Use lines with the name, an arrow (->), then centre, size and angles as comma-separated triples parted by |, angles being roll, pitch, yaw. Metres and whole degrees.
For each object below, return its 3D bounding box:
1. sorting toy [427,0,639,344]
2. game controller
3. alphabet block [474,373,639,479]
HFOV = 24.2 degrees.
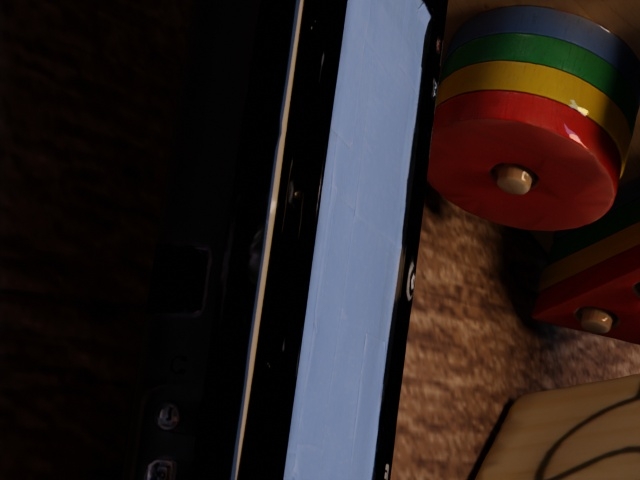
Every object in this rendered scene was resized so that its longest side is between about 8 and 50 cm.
sorting toy -> 0.175, -0.027, 0.672 | 0.257, 0.255, 0.089 | 46, 53, -42
game controller -> 0.000, 0.000, 0.445 | 0.166, 0.067, 0.319 | 26, 70, -63
alphabet block -> 0.180, 0.172, 0.633 | 0.193, 0.197, 0.192 | 68, 28, -14
